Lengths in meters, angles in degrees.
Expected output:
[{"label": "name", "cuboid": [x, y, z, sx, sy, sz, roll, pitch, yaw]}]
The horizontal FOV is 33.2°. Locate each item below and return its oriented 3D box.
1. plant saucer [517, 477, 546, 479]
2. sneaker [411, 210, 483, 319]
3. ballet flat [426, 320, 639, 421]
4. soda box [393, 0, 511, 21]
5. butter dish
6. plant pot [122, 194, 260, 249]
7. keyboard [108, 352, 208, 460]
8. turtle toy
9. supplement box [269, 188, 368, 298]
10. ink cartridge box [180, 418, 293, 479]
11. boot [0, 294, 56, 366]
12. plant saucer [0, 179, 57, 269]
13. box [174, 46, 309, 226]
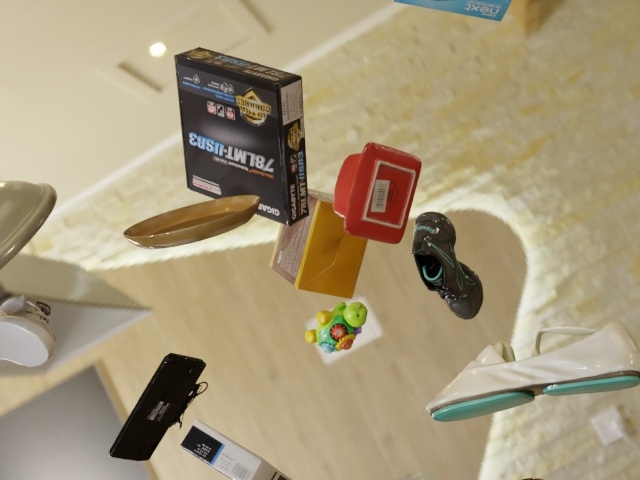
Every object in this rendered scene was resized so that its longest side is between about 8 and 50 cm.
[{"label": "plant saucer", "cuboid": [0.358, 0.563, 1.926, 0.277, 0.278, 0.041, -23, 25, -27]}, {"label": "sneaker", "cuboid": [0.237, 0.070, 2.096, 0.101, 0.267, 0.106, -7, 39, 33]}, {"label": "ballet flat", "cuboid": [0.378, 0.231, 1.936, 0.400, 0.139, 0.139, -16, -4, 23]}, {"label": "soda box", "cuboid": [0.244, -0.468, 1.980, 0.210, 0.067, 0.071, 9, -21, -5]}, {"label": "butter dish", "cuboid": [0.078, -0.087, 1.847, 0.118, 0.160, 0.160, 17, 4, 43]}, {"label": "plant pot", "cuboid": [-0.210, -0.028, 1.786, 0.236, 0.032, 0.236, -13, 11, 3]}, {"label": "keyboard", "cuboid": [-0.244, 0.250, 1.626, 0.100, 0.038, 0.192, 22, -74, -40]}, {"label": "turtle toy", "cuboid": [0.038, 0.155, 1.921, 0.095, 0.066, 0.130, -6, -43, -44]}, {"label": "supplement box", "cuboid": [0.000, 0.000, 2.297, 0.129, 0.191, 0.194, 12, 8, -23]}, {"label": "ink cartridge box", "cuboid": [-0.116, 0.437, 1.983, 0.065, 0.165, 0.333, -59, -32, -13]}, {"label": "boot", "cuboid": [-0.485, 0.135, 1.758, 0.258, 0.095, 0.123, -4, 32, 44]}, {"label": "plant saucer", "cuboid": [-0.597, 0.014, 1.665, 0.400, 0.100, 0.400, -30, 23, 14]}, {"label": "box", "cuboid": [-0.154, -0.204, 2.092, 0.295, 0.293, 0.073, 22, 35, 37]}]
